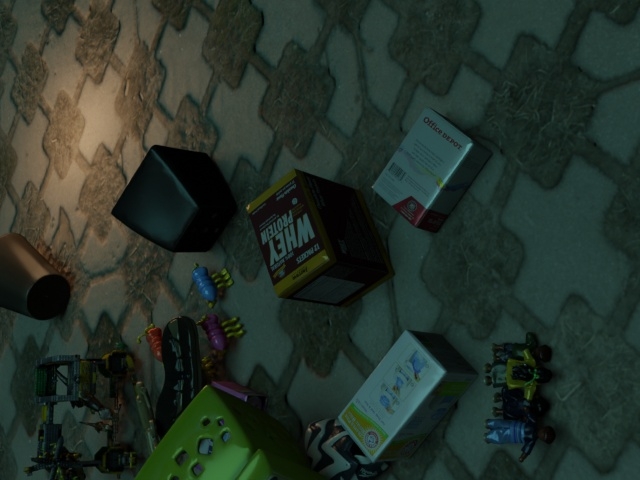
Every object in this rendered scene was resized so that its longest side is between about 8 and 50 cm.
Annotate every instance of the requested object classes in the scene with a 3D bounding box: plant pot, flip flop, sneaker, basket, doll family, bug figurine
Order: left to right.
[{"bbox_3d":[-0.769,0.108,2.134,0.227,0.154,0.204,21,93,37],"label":"basket"},{"bbox_3d":[-0.297,-0.075,1.760,0.167,0.187,0.188,43,109,23],"label":"plant pot"},{"bbox_3d":[-0.273,0.293,1.664,0.112,0.080,0.277,-6,81,30],"label":"flip flop"},{"bbox_3d":[-0.277,0.194,1.750,0.279,0.072,0.216,-51,54,20],"label":"bug figurine"},{"bbox_3d":[-0.138,0.414,1.367,0.207,0.228,0.227,33,85,44],"label":"plant pot"},{"bbox_3d":[0.050,0.423,1.414,0.153,0.094,0.235,-21,58,45],"label":"sneaker"},{"bbox_3d":[0.310,0.238,1.253,0.111,0.076,0.193,-5,83,35],"label":"doll family"}]

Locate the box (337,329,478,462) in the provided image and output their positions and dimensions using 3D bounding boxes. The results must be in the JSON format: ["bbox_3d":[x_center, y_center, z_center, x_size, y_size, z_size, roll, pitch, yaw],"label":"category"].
[{"bbox_3d":[0.143,0.259,1.356,0.103,0.114,0.203,47,110,34],"label":"box"}]

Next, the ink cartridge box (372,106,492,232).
[{"bbox_3d":[0.192,-0.121,1.418,0.127,0.072,0.175,47,111,36],"label":"ink cartridge box"}]

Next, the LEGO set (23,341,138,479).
[{"bbox_3d":[-0.499,0.374,1.783,0.192,0.255,0.331,-18,62,54],"label":"LEGO set"}]

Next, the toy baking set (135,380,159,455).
[{"bbox_3d":[-0.355,0.427,1.724,0.197,0.030,0.256,-118,21,-51],"label":"toy baking set"}]

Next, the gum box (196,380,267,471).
[{"bbox_3d":[-0.182,0.388,1.637,0.107,0.062,0.188,12,89,41],"label":"gum box"}]

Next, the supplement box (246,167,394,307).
[{"bbox_3d":[0.000,0.000,1.475,0.129,0.194,0.191,-36,60,29],"label":"supplement box"}]
